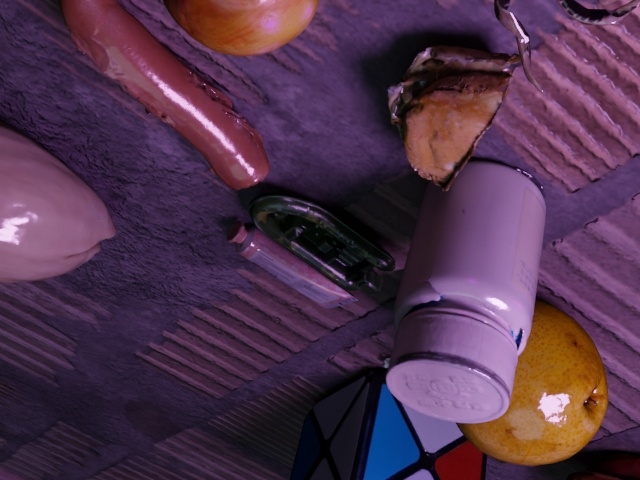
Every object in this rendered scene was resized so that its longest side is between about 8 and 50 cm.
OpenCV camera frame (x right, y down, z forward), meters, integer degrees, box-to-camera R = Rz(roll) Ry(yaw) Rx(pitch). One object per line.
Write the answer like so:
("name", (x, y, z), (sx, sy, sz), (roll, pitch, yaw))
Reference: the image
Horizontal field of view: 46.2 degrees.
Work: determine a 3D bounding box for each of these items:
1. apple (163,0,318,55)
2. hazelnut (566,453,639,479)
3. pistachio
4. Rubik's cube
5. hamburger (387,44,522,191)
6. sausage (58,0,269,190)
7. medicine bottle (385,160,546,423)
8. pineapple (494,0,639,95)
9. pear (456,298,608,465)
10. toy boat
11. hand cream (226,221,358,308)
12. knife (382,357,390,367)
("apple", (-0.073, -0.228, 0.638), (0.146, 0.146, 0.146), (12, 142, 9))
("hazelnut", (0.506, 0.424, 1.216), (0.201, 0.161, 0.170), (-6, 169, -31))
("pistachio", (-0.428, -0.049, 0.975), (0.331, 0.208, 0.226), (20, -171, -26))
("Rubik's cube", (0.106, 0.398, 1.255), (0.248, 0.250, 0.246), (28, 142, -15))
("hamburger", (0.118, -0.135, 0.732), (0.102, 0.087, 0.176), (29, 149, 4))
("sausage", (-0.163, -0.165, 0.813), (0.078, 0.078, 0.304), (-20, 128, 39))
("medicine bottle", (0.156, 0.049, 0.793), (0.143, 0.258, 0.143), (12, 142, 10))
("pineapple", (0.236, -0.221, 0.485), (0.271, 0.262, 0.262), (11, 143, 28))
("pear", (0.261, 0.180, 0.944), (0.208, 0.209, 0.209), (12, 142, 9))
("toy boat", (0.000, 0.000, 0.966), (0.210, 0.052, 0.104), (35, 142, -21))
("hand cream", (-0.041, 0.040, 1.047), (0.209, 0.043, 0.067), (36, 141, -30))
("knife", (0.172, 0.185, 1.145), (0.078, 0.023, 0.166), (33, 142, -28))
